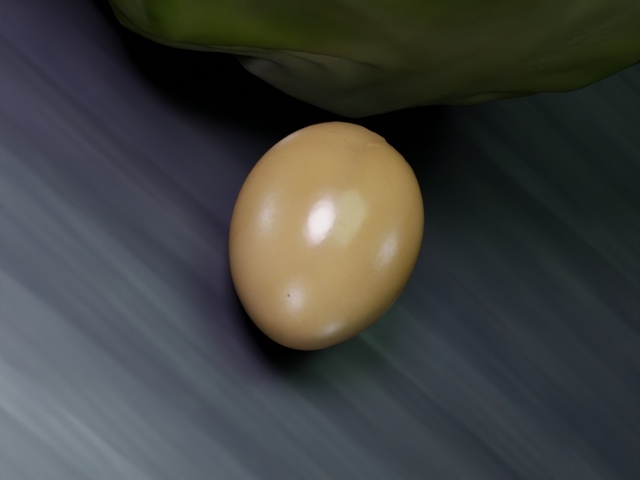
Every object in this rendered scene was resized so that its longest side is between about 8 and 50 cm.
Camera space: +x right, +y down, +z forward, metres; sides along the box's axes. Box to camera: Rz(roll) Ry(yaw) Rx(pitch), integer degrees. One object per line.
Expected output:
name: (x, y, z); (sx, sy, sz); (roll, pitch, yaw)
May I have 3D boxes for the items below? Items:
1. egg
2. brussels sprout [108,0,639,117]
egg: (0.000, 0.000, 0.598); (0.080, 0.080, 0.096); (40, 53, -9)
brussels sprout: (0.019, -0.264, 0.589); (0.425, 0.361, 0.342); (31, 51, -18)
